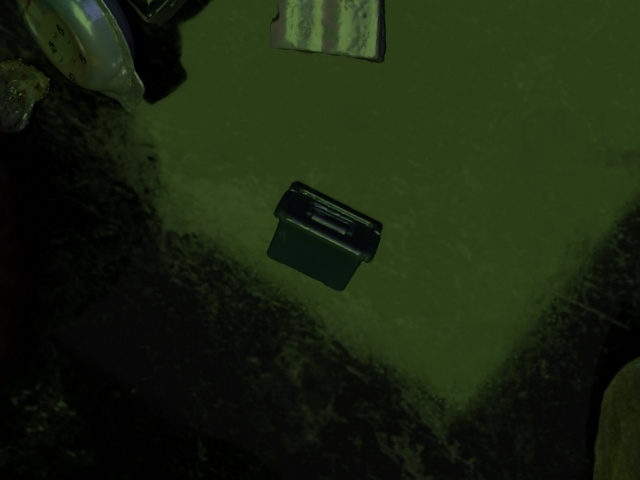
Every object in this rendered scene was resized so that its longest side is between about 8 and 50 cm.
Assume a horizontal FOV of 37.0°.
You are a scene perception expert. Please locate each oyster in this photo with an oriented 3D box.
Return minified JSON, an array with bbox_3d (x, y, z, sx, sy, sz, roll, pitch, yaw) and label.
[{"bbox_3d":[-0.294,-0.133,0.910,0.054,0.019,0.083,36,103,-4],"label":"oyster"}]

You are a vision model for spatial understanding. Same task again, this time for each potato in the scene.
[{"bbox_3d":[0.325,0.219,0.905,0.120,0.100,0.261,-4,89,-32],"label":"potato"}]

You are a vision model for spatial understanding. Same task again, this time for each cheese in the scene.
[{"bbox_3d":[-0.236,-0.217,0.840,0.052,0.135,0.244,-41,95,-30],"label":"cheese"}]

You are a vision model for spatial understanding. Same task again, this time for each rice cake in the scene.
[{"bbox_3d":[0.007,-0.303,0.819,0.106,0.050,0.297,3,104,6],"label":"rice cake"}]

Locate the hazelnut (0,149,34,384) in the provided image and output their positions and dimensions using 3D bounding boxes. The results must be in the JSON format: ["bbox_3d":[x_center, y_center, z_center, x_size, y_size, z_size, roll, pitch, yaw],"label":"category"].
[{"bbox_3d":[-0.392,0.029,0.801,0.315,0.372,0.372,15,109,-38],"label":"hazelnut"}]

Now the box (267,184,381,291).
[{"bbox_3d":[0.000,0.000,0.885,0.099,0.074,0.054,27,119,0],"label":"box"}]

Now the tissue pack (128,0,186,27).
[{"bbox_3d":[-0.170,-0.280,0.824,0.103,0.090,0.170,-43,97,8],"label":"tissue pack"}]
